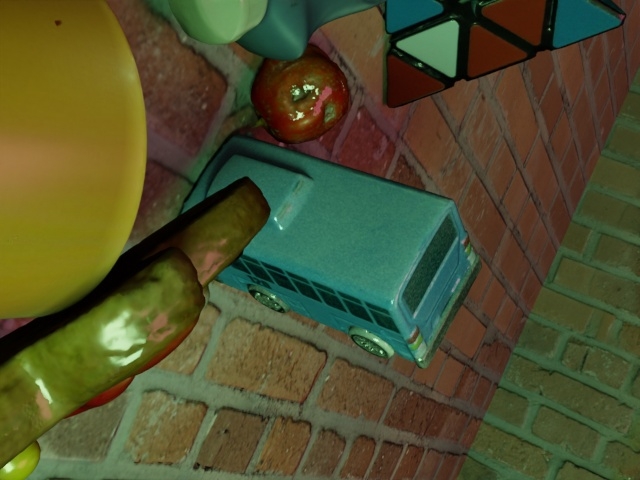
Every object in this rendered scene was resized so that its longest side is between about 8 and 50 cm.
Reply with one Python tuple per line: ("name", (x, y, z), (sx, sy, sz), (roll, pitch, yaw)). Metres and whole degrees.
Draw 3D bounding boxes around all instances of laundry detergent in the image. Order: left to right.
("laundry detergent", (-0.015, -0.224, 0.762), (0.290, 0.094, 0.143), (-41, 140, -41))

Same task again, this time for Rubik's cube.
("Rubik's cube", (0.161, -0.219, 1.068), (0.234, 0.250, 0.284), (-56, 168, 26))

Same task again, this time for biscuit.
("biscuit", (-0.163, 0.090, 0.533), (0.064, 0.283, 0.432), (57, 45, -8))

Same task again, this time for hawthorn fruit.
("hawthorn fruit", (-0.022, -0.124, 0.855), (0.093, 0.093, 0.093), (-47, 150, -38))

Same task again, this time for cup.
("cup", (-0.224, -0.030, 0.418), (0.226, 0.182, 0.264), (-43, 162, 29))

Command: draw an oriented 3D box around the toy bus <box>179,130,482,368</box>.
("toy bus", (0.000, 0.000, 0.824), (0.116, 0.234, 0.133), (-59, 148, -18))
